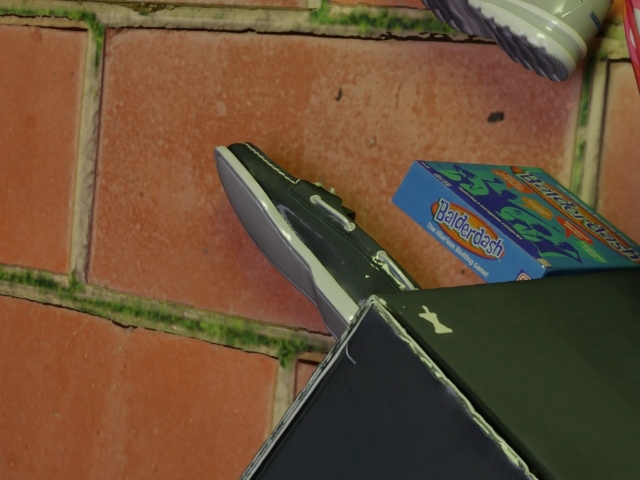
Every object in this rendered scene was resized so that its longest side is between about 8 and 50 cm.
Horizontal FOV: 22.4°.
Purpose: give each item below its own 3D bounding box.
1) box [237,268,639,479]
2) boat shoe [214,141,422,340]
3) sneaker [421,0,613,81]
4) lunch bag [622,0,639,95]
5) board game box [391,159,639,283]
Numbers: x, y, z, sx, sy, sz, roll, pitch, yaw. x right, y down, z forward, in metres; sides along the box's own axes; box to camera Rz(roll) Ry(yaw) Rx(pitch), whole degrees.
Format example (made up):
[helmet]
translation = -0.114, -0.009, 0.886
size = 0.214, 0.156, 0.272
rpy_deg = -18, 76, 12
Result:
[box]
translation = 0.139, 0.290, 1.277
size = 0.297, 0.480, 0.472
rpy_deg = 45, 117, 27
[boat shoe]
translation = 0.000, 0.000, 1.637
size = 0.302, 0.091, 0.114
rpy_deg = 52, 163, 25
[sneaker]
translation = 0.164, -0.253, 1.516
size = 0.115, 0.105, 0.281
rpy_deg = -47, 57, -5
[lunch bag]
translation = 0.349, -0.083, 1.253
size = 0.120, 0.258, 0.293
rpy_deg = -25, 52, 27
[board game box]
translation = 0.184, -0.006, 1.410
size = 0.160, 0.210, 0.047
rpy_deg = 42, 114, 30
